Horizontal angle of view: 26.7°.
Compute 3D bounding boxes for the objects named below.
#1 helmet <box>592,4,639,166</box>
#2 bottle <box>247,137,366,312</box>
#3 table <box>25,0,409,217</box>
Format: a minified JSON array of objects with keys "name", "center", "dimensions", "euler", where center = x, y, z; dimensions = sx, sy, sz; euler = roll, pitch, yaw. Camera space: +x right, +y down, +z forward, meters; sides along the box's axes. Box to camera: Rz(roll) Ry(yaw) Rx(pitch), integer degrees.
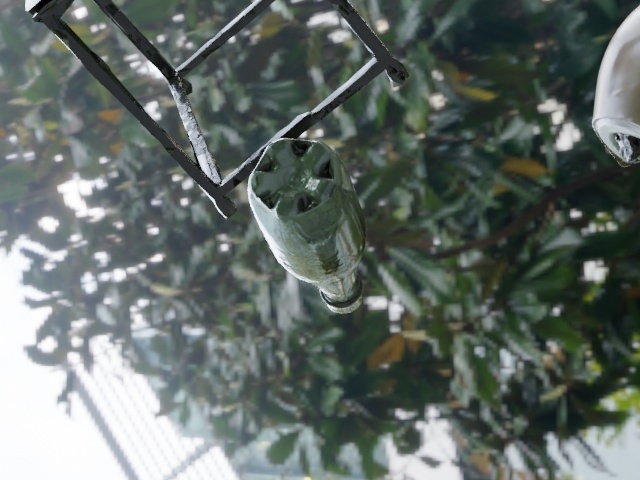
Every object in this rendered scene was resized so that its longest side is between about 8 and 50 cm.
[{"name":"helmet","center":[0.308,-0.131,0.989],"dimensions":[0.224,0.198,0.130],"euler":[-8,-90,0]},{"name":"bottle","center":[0.000,0.000,1.144],"dimensions":[0.270,0.083,0.083],"euler":[69,-145,-67]},{"name":"table","center":[-0.118,-0.244,1.316],"dimensions":[0.222,0.335,0.272],"euler":[-38,-61,8]}]
